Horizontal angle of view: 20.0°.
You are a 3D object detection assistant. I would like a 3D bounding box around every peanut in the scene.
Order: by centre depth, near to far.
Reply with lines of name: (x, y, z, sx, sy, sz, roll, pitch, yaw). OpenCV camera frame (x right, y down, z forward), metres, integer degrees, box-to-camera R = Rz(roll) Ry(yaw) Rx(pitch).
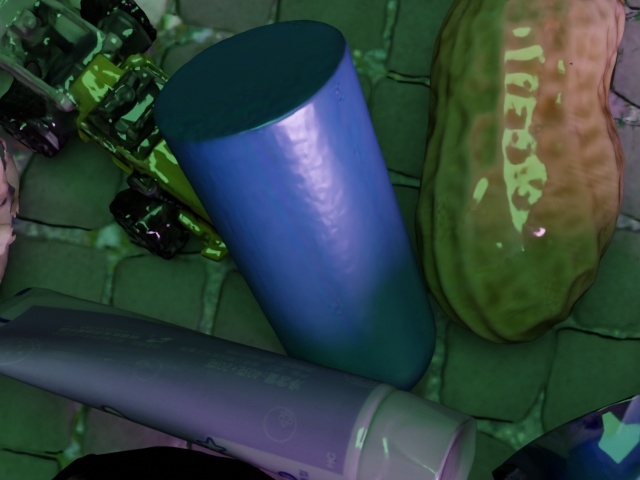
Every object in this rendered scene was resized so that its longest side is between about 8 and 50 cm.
peanut: (0.149, -0.088, 1.286, 0.153, 0.140, 0.325, 19, 72, -23)

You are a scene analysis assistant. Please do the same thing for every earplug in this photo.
earplug: (0.000, 0.000, 1.225, 0.132, 0.273, 0.132, -16, 34, 11)

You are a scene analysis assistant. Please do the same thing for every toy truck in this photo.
toy truck: (-0.150, -0.103, 1.312, 0.286, 0.111, 0.136, 37, 80, 9)

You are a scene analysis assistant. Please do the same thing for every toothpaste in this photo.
toothpaste: (-0.078, 0.096, 1.221, 0.371, 0.125, 0.080, 17, 116, 21)

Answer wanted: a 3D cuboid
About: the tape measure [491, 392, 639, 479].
tape measure: (0.259, 0.161, 1.170, 0.262, 0.259, 0.138, -20, 78, -7)

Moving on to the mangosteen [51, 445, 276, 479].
mangosteen: (-0.084, 0.273, 1.157, 0.287, 0.233, 0.288, 0, 94, -2)

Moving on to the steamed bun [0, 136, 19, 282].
steamed bun: (-0.367, -0.030, 1.257, 0.280, 0.207, 0.268, -38, 79, -4)
